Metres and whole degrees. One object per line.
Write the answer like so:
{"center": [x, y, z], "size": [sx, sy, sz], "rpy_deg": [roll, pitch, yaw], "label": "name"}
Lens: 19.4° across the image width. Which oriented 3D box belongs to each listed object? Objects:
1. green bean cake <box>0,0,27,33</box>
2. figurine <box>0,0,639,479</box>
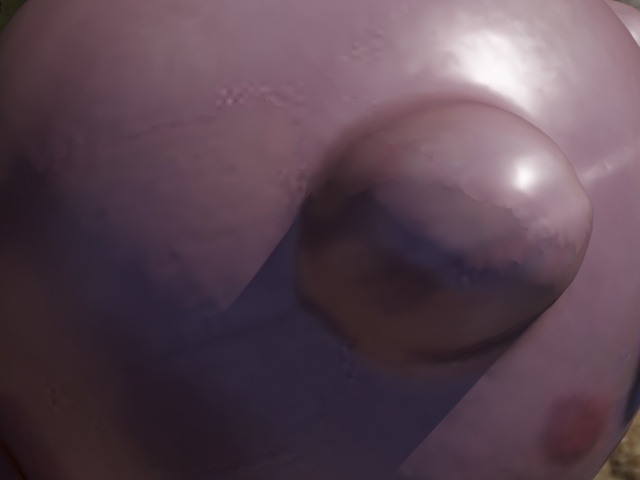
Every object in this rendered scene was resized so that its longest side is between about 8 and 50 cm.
{"center": [-0.109, -0.110, 0.763], "size": [0.113, 0.214, 0.200], "rpy_deg": [-10, 92, -36], "label": "green bean cake"}
{"center": [0.000, 0.000, 0.422], "size": [0.173, 0.173, 0.173], "rpy_deg": [6, 75, -23], "label": "figurine"}
